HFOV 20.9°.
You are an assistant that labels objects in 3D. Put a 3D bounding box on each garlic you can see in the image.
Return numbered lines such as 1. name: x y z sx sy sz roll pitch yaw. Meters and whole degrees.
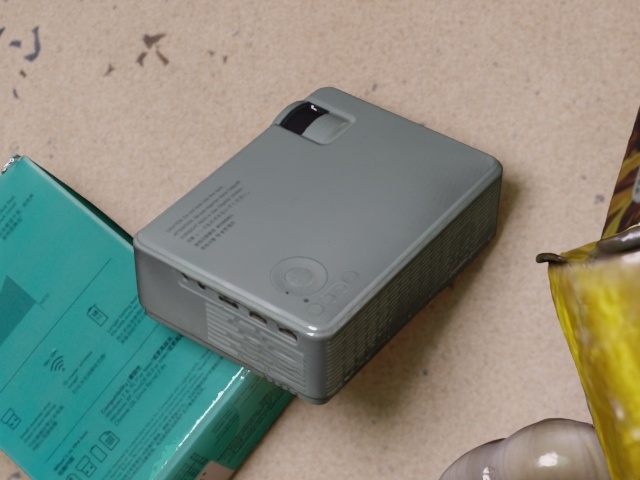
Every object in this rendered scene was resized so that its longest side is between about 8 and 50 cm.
1. garlic: 0.162 0.178 1.296 0.174 0.124 0.099 -42 49 55

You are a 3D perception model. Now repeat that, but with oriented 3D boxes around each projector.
1. projector: 0.000 0.000 1.375 0.192 0.099 0.257 27 48 25

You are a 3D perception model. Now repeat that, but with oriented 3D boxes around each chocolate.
1. chocolate: 0.275 0.195 1.173 0.162 0.162 0.445 -14 93 17

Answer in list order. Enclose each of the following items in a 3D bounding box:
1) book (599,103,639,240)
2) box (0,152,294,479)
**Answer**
1. book: 0.387 -0.051 1.233 0.428 0.039 0.300 6 74 51
2. box: -0.195 0.098 1.469 0.311 0.118 0.205 37 85 26
